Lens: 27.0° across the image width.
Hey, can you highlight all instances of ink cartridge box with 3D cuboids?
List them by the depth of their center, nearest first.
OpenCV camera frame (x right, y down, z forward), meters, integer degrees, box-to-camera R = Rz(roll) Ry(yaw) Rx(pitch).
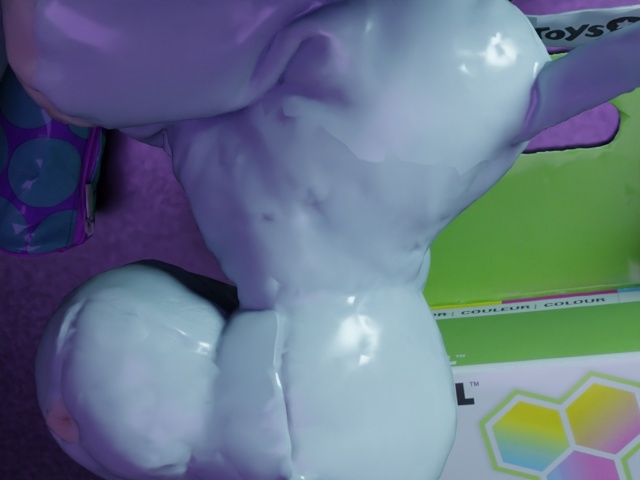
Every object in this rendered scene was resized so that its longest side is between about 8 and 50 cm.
[{"bbox_3d":[0.116,0.043,0.656,0.189,0.097,0.255,-6,108,12],"label":"ink cartridge box"}]

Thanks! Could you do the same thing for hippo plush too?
[{"bbox_3d":[0.000,0.000,0.574,0.294,0.234,0.236,9,102,11],"label":"hippo plush"}]

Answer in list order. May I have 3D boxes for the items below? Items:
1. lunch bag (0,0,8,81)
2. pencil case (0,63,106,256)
[{"bbox_3d":[-0.251,-0.151,0.602,0.243,0.115,0.303,20,91,12],"label":"lunch bag"},{"bbox_3d":[-0.131,-0.069,0.673,0.070,0.064,0.151,22,111,15],"label":"pencil case"}]
